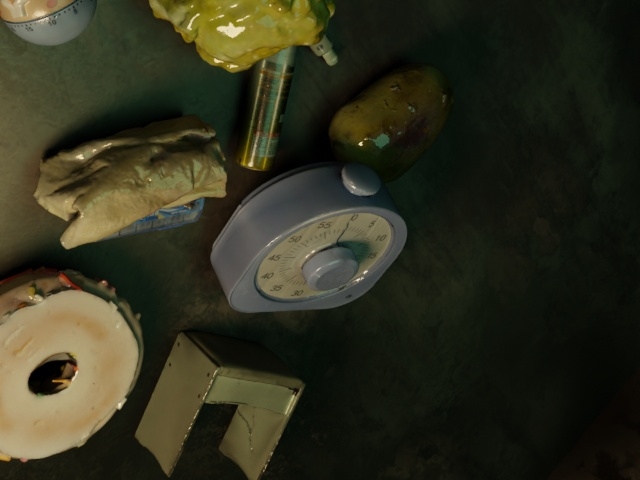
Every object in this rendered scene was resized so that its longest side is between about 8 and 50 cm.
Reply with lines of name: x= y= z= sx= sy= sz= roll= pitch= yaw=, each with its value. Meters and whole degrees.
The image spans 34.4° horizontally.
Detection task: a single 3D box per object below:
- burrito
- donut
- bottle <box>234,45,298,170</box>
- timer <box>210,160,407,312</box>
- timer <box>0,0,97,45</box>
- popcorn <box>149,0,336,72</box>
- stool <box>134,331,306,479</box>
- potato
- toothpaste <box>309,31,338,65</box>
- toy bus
burrito: x=-0.334 y=-0.120 z=1.830 sx=0.332 sy=0.135 sz=0.190 roll=-21 pitch=78 yaw=-28
donut: x=-0.514 y=0.220 z=1.905 sx=0.383 sy=0.142 sz=0.382 roll=-18 pitch=121 yaw=-31
bottle: x=-0.103 y=-0.283 z=2.008 sx=0.082 sy=0.082 sz=0.286 roll=-1 pitch=113 yaw=-37
timer: x=0.000 y=0.000 z=2.075 sx=0.395 sy=0.173 sz=0.395 roll=-18 pitch=149 yaw=-11
timer: x=-0.454 y=-0.411 z=1.604 sx=0.175 sy=0.175 sz=0.255 roll=-50 pitch=147 yaw=-6
popcorn: x=-0.120 y=-0.445 z=1.790 sx=0.312 sy=0.312 sz=0.312 roll=-17 pitch=121 yaw=-30
stool: x=-0.212 y=0.356 z=2.189 sx=0.244 sy=0.170 sz=0.269 roll=17 pitch=101 yaw=-40
potato: x=0.155 y=-0.246 z=2.164 sx=0.307 sy=0.173 sz=0.210 roll=-43 pitch=129 yaw=-8
toothpaste: x=-0.037 y=-0.436 z=2.015 sx=0.067 sy=0.037 sz=0.255 roll=-47 pitch=128 yaw=-9
toy bus: x=-0.336 y=-0.065 z=1.949 sx=0.236 sy=0.079 sz=0.094 roll=-12 pitch=135 yaw=-33
